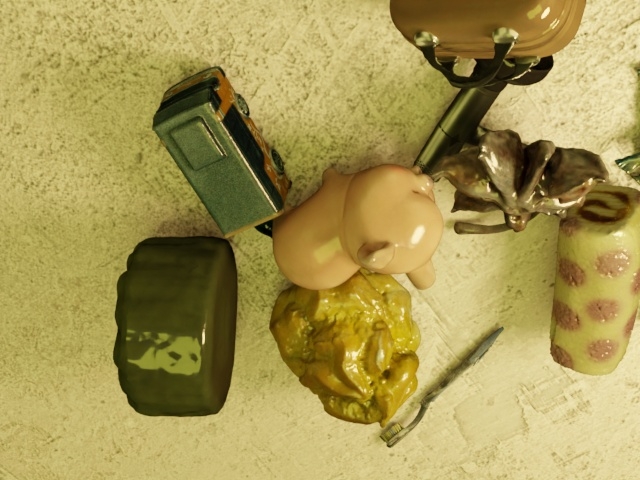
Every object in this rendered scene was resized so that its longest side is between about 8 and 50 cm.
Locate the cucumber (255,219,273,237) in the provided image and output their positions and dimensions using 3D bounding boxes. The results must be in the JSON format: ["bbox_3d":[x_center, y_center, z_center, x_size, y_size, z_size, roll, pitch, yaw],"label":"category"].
[{"bbox_3d":[0.000,0.000,1.819,0.284,0.056,0.056,15,122,-1],"label":"cucumber"}]

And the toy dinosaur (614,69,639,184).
[{"bbox_3d":[0.629,-0.140,1.659,0.147,0.076,0.363,-38,108,18],"label":"toy dinosaur"}]

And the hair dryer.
[{"bbox_3d":[0.342,-0.229,1.641,0.284,0.156,0.320,1,138,-19],"label":"hair dryer"}]

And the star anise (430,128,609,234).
[{"bbox_3d":[0.329,-0.108,1.598,0.359,0.139,0.316,-6,147,37],"label":"star anise"}]

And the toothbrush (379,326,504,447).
[{"bbox_3d":[0.264,0.324,2.005,0.042,0.035,0.413,48,119,15],"label":"toothbrush"}]

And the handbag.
[{"bbox_3d":[0.249,-0.362,1.398,0.302,0.283,0.149,7,171,35],"label":"handbag"}]

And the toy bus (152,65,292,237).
[{"bbox_3d":[-0.177,-0.157,1.666,0.138,0.167,0.275,-22,117,18],"label":"toy bus"}]

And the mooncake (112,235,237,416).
[{"bbox_3d":[-0.273,0.164,1.768,0.194,0.356,0.356,4,122,4],"label":"mooncake"}]

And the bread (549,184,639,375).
[{"bbox_3d":[0.525,0.075,1.727,0.155,0.187,0.338,14,128,29],"label":"bread"}]

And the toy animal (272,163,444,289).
[{"bbox_3d":[0.067,-0.018,1.669,0.326,0.269,0.237,-41,150,15],"label":"toy animal"}]

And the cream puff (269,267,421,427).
[{"bbox_3d":[0.051,0.220,1.825,0.291,0.257,0.324,-11,128,9],"label":"cream puff"}]
